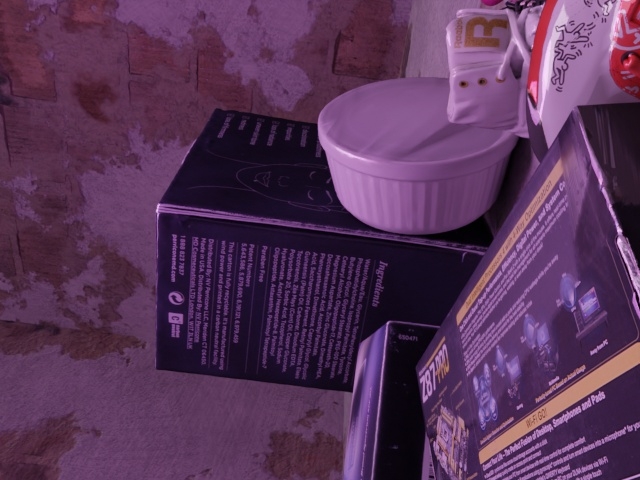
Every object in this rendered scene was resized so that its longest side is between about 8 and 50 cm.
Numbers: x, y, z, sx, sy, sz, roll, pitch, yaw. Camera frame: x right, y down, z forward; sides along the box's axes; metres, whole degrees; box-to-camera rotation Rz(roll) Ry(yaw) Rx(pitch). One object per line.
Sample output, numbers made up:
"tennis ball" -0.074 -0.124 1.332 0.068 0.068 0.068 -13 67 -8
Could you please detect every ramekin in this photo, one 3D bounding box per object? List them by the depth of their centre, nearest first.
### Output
"ramekin" 0.134 -0.118 0.939 0.273 0.273 0.127 -85 -9 -55

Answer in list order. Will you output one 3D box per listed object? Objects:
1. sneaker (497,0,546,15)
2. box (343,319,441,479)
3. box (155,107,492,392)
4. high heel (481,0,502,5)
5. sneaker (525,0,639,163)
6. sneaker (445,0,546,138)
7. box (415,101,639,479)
"sneaker" 0.240 -0.243 0.756 0.178 0.077 0.072 -98 14 -82
"box" 0.124 0.261 0.778 0.294 0.183 0.296 97 180 -77
"box" 0.000 0.000 1.177 0.480 0.472 0.297 -86 2 -63
"high heel" 0.255 -0.411 0.858 0.244 0.082 0.117 -66 -5 35
"sneaker" 0.207 -0.146 0.354 0.145 0.090 0.270 -129 55 -65
"sneaker" 0.190 -0.161 0.548 0.292 0.169 0.108 106 173 -70
"box" 0.160 0.162 0.415 0.395 0.097 0.318 98 165 -60
